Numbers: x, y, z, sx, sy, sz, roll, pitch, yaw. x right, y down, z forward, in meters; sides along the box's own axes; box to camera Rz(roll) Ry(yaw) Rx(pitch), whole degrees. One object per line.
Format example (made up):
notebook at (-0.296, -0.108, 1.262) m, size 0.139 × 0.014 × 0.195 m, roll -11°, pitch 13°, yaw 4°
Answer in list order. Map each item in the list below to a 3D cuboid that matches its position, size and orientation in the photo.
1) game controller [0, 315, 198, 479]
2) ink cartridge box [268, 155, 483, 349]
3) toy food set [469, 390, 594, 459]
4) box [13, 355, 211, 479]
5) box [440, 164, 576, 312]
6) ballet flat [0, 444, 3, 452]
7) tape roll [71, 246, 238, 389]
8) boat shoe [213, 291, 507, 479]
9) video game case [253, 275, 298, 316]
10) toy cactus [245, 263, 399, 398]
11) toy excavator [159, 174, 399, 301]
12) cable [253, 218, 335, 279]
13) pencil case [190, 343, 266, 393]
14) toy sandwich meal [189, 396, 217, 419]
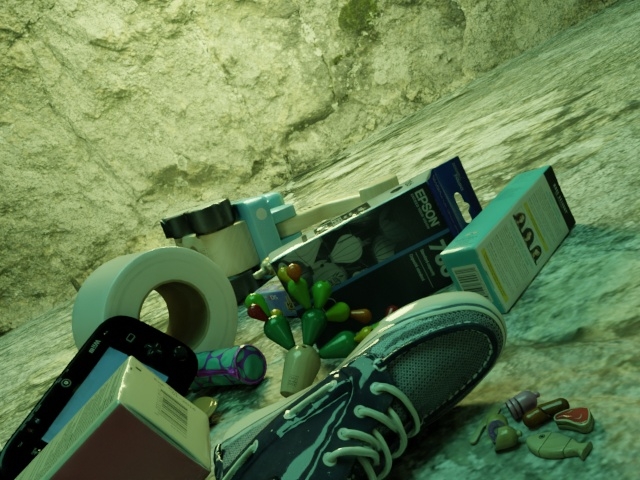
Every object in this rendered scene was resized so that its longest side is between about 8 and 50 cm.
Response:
game controller at (-0.298, 0.238, 0.958) m, size 0.067 × 0.166 × 0.319 m, roll -49°, pitch 10°, yaw 37°
ink cartridge box at (0.103, 0.018, 1.043) m, size 0.333 × 0.165 × 0.065 m, roll -29°, pitch 13°, yaw 0°
toy food set at (0.195, 0.164, 0.628) m, size 0.122 × 0.019 × 0.078 m, roll -13°, pitch 20°, yaw 46°
box at (-0.241, 0.267, 0.742) m, size 0.232 × 0.127 × 0.148 m, roll -47°, pitch 14°, yaw 0°
box at (0.265, -0.005, 0.947) m, size 0.060 × 0.100 × 0.244 m, roll -14°, pitch 19°, yaw 48°
ballet flat at (-0.454, 0.361, 0.941) m, size 0.139 × 0.139 × 0.400 m, roll -35°, pitch 15°, yaw -26°
tape roll at (-0.290, 0.137, 1.204) m, size 0.246 × 0.246 × 0.169 m, roll -37°, pitch 16°, yaw -34°
boat shoe at (0.048, 0.186, 0.658) m, size 0.341 × 0.127 × 0.158 m, roll -35°, pitch 17°, yaw 6°
video game case at (0.040, 0.050, 1.268) m, size 0.244 × 0.061 × 0.270 m, roll -37°, pitch 16°, yaw -35°
toy cactus at (-0.010, 0.130, 0.946) m, size 0.112 × 0.219 × 0.180 m, roll 101°, pitch -174°, yaw -59°
toy excavator at (-0.085, -0.039, 1.596) m, size 0.445 × 0.222 × 0.433 m, roll -26°, pitch 12°, yaw -33°
cable at (0.000, 0.000, 1.248) m, size 0.140 × 0.072 × 0.287 m, roll -13°, pitch 19°, yaw 32°
pencil case at (-0.157, 0.203, 1.083) m, size 0.152 × 0.064 × 0.070 m, roll -17°, pitch 2°, yaw 41°
toy sandwich meal at (-0.183, 0.261, 1.001) m, size 0.086 × 0.029 × 0.085 m, roll -24°, pitch 17°, yaw 8°
